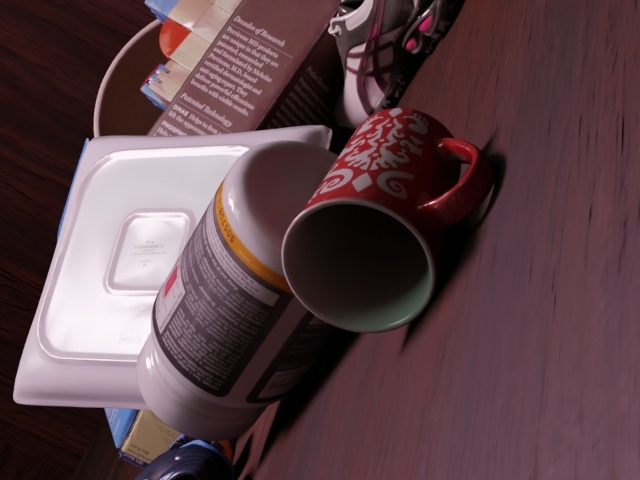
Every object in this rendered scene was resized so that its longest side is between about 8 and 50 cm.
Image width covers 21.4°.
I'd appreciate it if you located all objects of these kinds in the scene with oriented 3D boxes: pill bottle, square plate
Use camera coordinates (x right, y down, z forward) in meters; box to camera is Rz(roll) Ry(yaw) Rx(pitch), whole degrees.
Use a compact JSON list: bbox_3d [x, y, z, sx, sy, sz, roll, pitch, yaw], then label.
[{"bbox_3d":[-0.060,0.053,1.538,0.278,0.162,0.162,-56,9,42],"label":"pill bottle"},{"bbox_3d":[-0.176,0.022,1.881,0.347,0.049,0.344,-1,64,33],"label":"square plate"}]

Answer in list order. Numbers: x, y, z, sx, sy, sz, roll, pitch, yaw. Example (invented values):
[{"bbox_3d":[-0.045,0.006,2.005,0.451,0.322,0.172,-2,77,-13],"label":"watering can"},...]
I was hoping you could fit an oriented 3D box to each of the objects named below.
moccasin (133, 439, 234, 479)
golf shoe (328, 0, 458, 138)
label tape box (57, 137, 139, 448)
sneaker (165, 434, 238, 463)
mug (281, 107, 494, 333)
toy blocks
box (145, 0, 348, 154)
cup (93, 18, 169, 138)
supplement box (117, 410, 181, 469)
[{"bbox_3d":[-0.205,0.334,1.579,0.342,0.138,0.117,-63,-3,0],"label":"moccasin"},{"bbox_3d":[0.061,-0.230,1.959,0.273,0.120,0.105,-57,10,48],"label":"golf shoe"},{"bbox_3d":[-0.248,0.068,2.280,0.249,0.115,0.347,118,139,-49],"label":"label tape box"},{"bbox_3d":[-0.142,0.266,1.740,0.221,0.083,0.087,-52,-3,29],"label":"sneaker"},{"bbox_3d":[0.064,-0.022,1.269,0.169,0.150,0.113,-64,-31,-56],"label":"mug"},{"bbox_3d":[-0.114,-0.287,2.269,0.381,0.261,0.191,-52,-34,-7],"label":"toy blocks"},{"bbox_3d":[-0.088,-0.126,2.065,0.381,0.143,0.191,-54,-30,-4],"label":"box"},{"bbox_3d":[-0.127,-0.144,2.427,0.331,0.331,0.237,-63,-21,-11],"label":"cup"},{"bbox_3d":[-0.200,0.252,2.131,0.083,0.083,0.056,-64,6,-7],"label":"supplement box"}]
